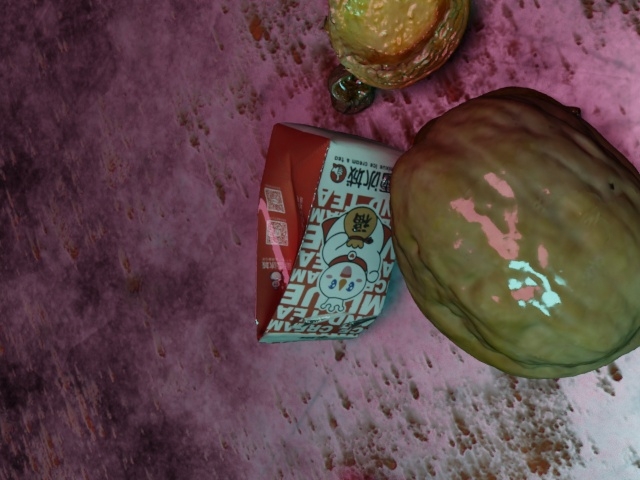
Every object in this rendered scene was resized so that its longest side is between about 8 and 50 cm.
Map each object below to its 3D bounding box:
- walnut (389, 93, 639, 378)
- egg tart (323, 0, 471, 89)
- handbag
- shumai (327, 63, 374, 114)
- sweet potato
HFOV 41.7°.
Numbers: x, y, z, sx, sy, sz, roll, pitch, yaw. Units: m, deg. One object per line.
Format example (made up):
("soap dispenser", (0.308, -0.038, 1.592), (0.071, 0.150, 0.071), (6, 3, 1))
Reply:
("walnut", (0.241, 0.002, 0.972), (0.344, 0.306, 0.306), (39, 109, 10))
("egg tart", (0.107, -0.303, 1.134), (0.212, 0.090, 0.213), (-4, 82, 25))
("handbag", (0.000, 0.000, 1.149), (0.151, 0.171, 0.298), (28, 107, 52))
("shumai", (0.034, -0.218, 1.187), (0.082, 0.080, 0.083), (47, 112, 19))
("sweet potato", (0.221, -0.152, 1.110), (0.232, 0.062, 0.081), (-18, 103, 23))
